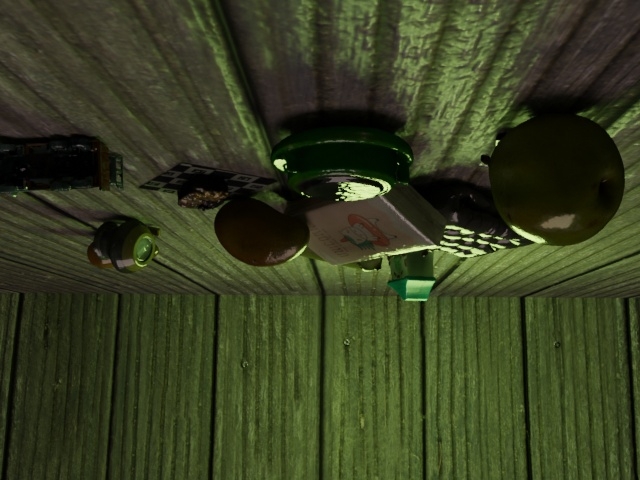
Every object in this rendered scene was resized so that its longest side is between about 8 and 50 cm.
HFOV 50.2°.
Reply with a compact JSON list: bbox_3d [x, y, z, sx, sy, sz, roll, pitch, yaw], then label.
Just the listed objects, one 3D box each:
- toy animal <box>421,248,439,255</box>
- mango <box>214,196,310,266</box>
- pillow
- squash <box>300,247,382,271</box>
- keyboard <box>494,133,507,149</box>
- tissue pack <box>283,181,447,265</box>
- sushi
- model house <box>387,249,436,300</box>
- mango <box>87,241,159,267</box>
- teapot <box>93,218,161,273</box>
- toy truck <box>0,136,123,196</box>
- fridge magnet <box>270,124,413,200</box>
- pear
[{"bbox_3d":[0.181,0.004,1.627,0.149,0.054,0.275,12,177,-9],"label":"toy animal"},{"bbox_3d":[-0.121,-0.014,1.368,0.228,0.136,0.099,12,-164,32],"label":"mango"},{"bbox_3d":[0.286,-0.034,1.400,0.326,0.101,0.228,7,165,-40],"label":"pillow"},{"bbox_3d":[0.000,-0.009,1.534,0.288,0.137,0.137,8,170,6],"label":"squash"},{"bbox_3d":[0.304,-0.131,1.080,0.061,0.013,0.204,-1,170,12],"label":"keyboard"},{"bbox_3d":[0.070,-0.034,1.304,0.170,0.071,0.325,39,152,-23],"label":"tissue pack"},{"bbox_3d":[-0.215,-0.082,1.286,0.192,0.050,0.215,8,168,-34],"label":"sushi"},{"bbox_3d":[0.267,0.104,2.010,0.101,0.148,0.127,1,169,-22],"label":"model house"},{"bbox_3d":[-0.530,0.027,1.833,0.184,0.084,0.102,-6,169,-21],"label":"mango"},{"bbox_3d":[-0.457,0.004,1.637,0.119,0.130,0.166,12,-153,23],"label":"teapot"},{"bbox_3d":[-0.414,-0.111,1.073,0.178,0.080,0.115,-2,179,4],"label":"toy truck"},{"bbox_3d":[0.031,-0.112,0.993,0.208,0.088,0.208,1,170,0],"label":"fridge magnet"},{"bbox_3d":[0.296,-0.082,0.924,0.166,0.180,0.216,-31,-155,-31],"label":"pear"}]
